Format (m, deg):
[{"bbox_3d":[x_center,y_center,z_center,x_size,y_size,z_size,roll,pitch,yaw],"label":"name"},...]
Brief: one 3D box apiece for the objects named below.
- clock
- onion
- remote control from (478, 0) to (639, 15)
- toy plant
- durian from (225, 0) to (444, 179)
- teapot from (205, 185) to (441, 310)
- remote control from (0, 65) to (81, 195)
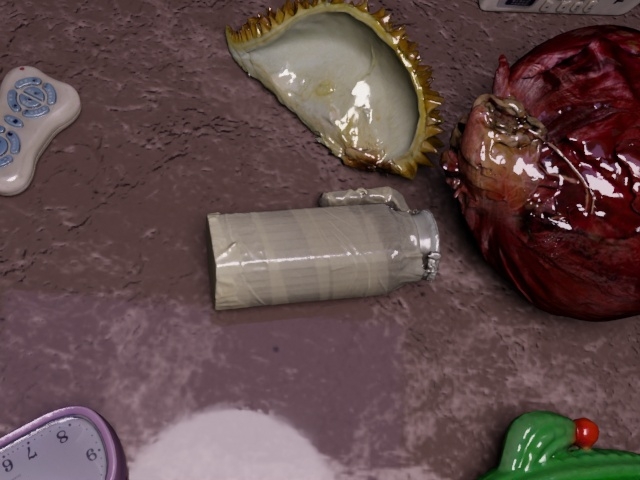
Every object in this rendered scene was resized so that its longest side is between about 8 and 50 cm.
[{"bbox_3d":[-0.212,0.196,0.518,0.153,0.050,0.110,-28,70,-23],"label":"clock"},{"bbox_3d":[0.242,-0.071,0.626,0.281,0.221,0.281,8,73,-27],"label":"onion"},{"bbox_3d":[0.277,-0.283,0.781,0.190,0.087,0.029,-2,74,-12],"label":"remote control"},{"bbox_3d":[0.232,0.234,0.582,0.240,0.088,0.154,24,79,-13],"label":"toy plant"},{"bbox_3d":[0.027,-0.166,0.699,0.252,0.144,0.139,44,106,0],"label":"durian"},{"bbox_3d":[0.000,0.000,0.633,0.200,0.077,0.107,-4,51,-12],"label":"teapot"},{"bbox_3d":[-0.274,-0.101,0.638,0.074,0.032,0.122,25,66,0],"label":"remote control"}]
